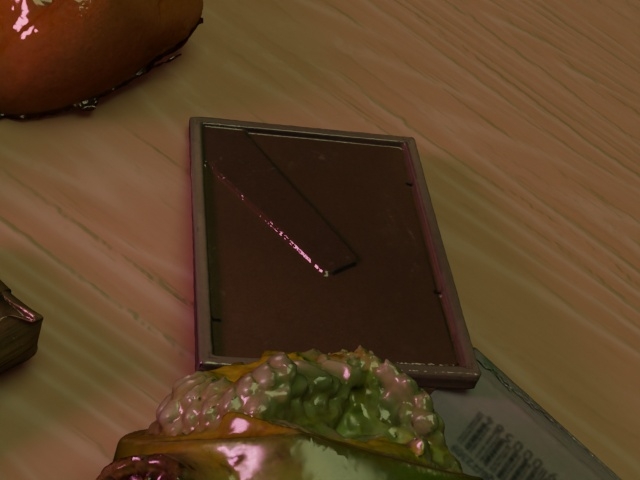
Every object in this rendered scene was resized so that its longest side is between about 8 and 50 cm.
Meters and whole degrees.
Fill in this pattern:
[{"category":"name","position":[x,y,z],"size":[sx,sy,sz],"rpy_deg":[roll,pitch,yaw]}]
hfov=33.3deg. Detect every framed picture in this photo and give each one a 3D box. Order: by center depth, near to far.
[{"category":"framed picture","position":[0.000,0.000,0.972],"size":[0.241,0.020,0.324],"rpy_deg":[3,43,-13]}]

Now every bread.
[{"category":"bread","position":[-0.242,-0.235,1.011],"size":[0.262,0.162,0.204],"rpy_deg":[-35,85,-23]}]

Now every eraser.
[{"category":"eraser","position":[0.166,0.218,0.896],"size":[0.227,0.081,0.174],"rpy_deg":[41,47,11]}]

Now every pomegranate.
[{"category":"pomegranate","position":[-0.039,0.191,0.702],"size":[0.341,0.260,0.260],"rpy_deg":[9,48,-50]}]

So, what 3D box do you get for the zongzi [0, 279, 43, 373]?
[{"category":"zongzi","position":[-0.324,0.067,0.809],"size":[0.160,0.078,0.176],"rpy_deg":[41,54,16]}]
